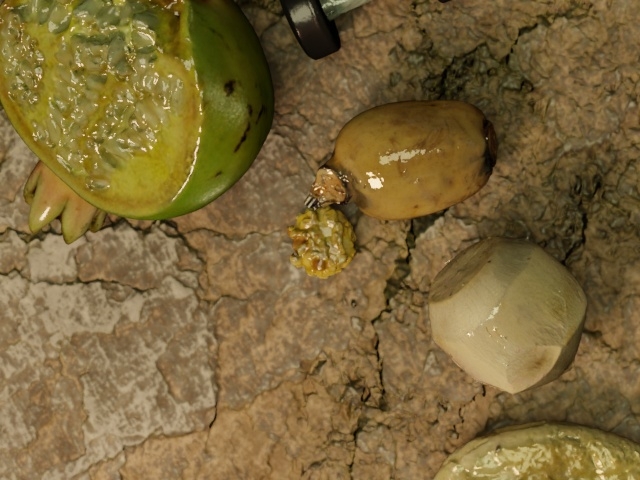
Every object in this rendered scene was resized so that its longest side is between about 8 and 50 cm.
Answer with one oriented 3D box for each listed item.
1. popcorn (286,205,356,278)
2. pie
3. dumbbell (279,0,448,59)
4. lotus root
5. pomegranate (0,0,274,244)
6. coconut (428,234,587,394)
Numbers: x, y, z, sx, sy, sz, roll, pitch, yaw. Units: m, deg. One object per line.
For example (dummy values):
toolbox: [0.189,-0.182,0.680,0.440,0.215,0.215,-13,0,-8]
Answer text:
popcorn: [0.000,0.000,1.696,0.083,0.057,0.082,18,94,12]
pie: [0.267,0.344,1.650,0.338,0.075,0.337,1,95,9]
dumbbell: [0.057,-0.277,1.651,0.191,0.100,0.100,-22,88,12]
lotus root: [0.085,-0.085,1.646,0.221,0.118,0.125,-13,73,1]
pomegranate: [-0.203,-0.156,1.665,0.310,0.216,0.358,39,129,7]
coconut: [0.202,0.083,1.614,0.161,0.161,0.162,-40,104,10]
